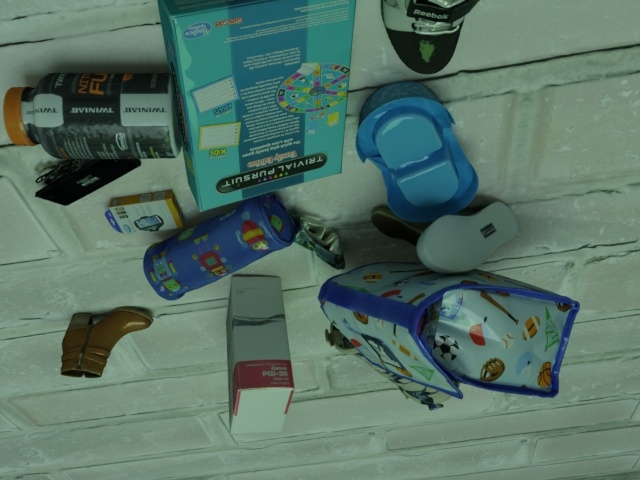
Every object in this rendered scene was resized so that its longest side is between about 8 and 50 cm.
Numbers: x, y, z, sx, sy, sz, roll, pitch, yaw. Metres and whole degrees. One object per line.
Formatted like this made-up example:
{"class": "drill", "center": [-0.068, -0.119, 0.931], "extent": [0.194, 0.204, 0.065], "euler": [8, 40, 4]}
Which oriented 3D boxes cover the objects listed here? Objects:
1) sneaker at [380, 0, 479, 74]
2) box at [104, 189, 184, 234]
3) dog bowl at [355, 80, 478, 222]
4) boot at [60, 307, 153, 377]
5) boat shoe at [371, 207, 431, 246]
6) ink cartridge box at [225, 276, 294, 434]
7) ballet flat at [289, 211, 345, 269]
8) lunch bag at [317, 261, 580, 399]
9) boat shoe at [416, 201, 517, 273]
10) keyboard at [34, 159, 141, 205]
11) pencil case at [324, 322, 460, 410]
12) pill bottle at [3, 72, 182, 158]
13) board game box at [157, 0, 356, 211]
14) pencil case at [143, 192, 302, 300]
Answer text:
{"class": "sneaker", "center": [0.149, -0.340, 0.802], "extent": [0.122, 0.146, 0.331], "euler": [-8, 140, 1]}
{"class": "box", "center": [-0.337, -0.051, 1.164], "extent": [0.136, 0.028, 0.081], "euler": [-6, 139, 4]}
{"class": "dog bowl", "center": [0.167, -0.153, 1.066], "extent": [0.165, 0.074, 0.297], "euler": [-21, 137, 18]}
{"class": "boot", "center": [-0.481, 0.235, 1.375], "extent": [0.197, 0.152, 0.073], "euler": [-6, 138, 0]}
{"class": "boat shoe", "center": [0.170, -0.033, 1.231], "extent": [0.153, 0.048, 0.056], "euler": [21, 145, -18]}
{"class": "ink cartridge box", "center": [-0.140, 0.245, 1.327], "extent": [0.117, 0.283, 0.207], "euler": [1, 139, -12]}
{"class": "ballet flat", "center": [0.000, 0.000, 1.232], "extent": [0.070, 0.070, 0.188], "euler": [-34, 134, 29]}
{"class": "lunch bag", "center": [0.226, 0.159, 1.172], "extent": [0.385, 0.239, 0.327], "euler": [14, 177, -31]}
{"class": "boat shoe", "center": [0.260, 0.002, 1.152], "extent": [0.301, 0.108, 0.102], "euler": [-24, 173, -45]}
{"class": "keyboard", "center": [-0.421, -0.123, 1.080], "extent": [0.192, 0.038, 0.100], "euler": [-24, 158, 19]}
{"class": "pencil case", "center": [0.185, 0.272, 1.480], "extent": [0.183, 0.160, 0.410], "euler": [-44, 130, 8]}
{"class": "pill bottle", "center": [-0.341, -0.188, 0.929], "extent": [0.245, 0.130, 0.130], "euler": [-1, 138, -5]}
{"class": "board game box", "center": [-0.086, -0.217, 0.906], "extent": [0.253, 0.079, 0.336], "euler": [-17, 142, -17]}
{"class": "pencil case", "center": [-0.192, 0.006, 1.166], "extent": [0.306, 0.133, 0.119], "euler": [-25, 120, 22]}
